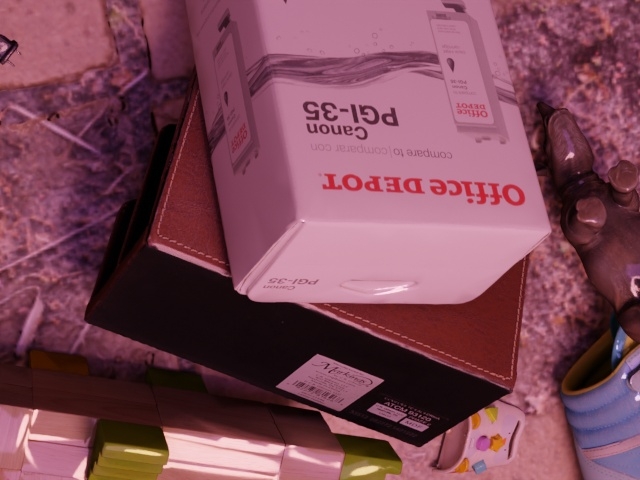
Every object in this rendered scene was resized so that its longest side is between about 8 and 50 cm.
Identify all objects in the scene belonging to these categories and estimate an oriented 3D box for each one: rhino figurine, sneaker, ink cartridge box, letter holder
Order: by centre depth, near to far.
[{"bbox_3d":[0.029,-0.106,0.987,0.207,0.117,0.283,2,63,-27],"label":"ink cartridge box"},{"bbox_3d":[0.000,0.000,1.081,0.302,0.152,0.214,23,57,-16],"label":"letter holder"},{"bbox_3d":[0.236,-0.017,1.120,0.073,0.106,0.243,-27,67,-3],"label":"rhino figurine"},{"bbox_3d":[0.356,0.132,1.161,0.319,0.127,0.208,-20,103,14],"label":"sneaker"}]

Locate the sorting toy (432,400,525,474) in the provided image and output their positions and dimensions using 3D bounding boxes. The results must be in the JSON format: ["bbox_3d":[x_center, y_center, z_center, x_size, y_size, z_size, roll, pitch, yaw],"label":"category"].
[{"bbox_3d":[0.148,0.175,1.209,0.075,0.045,0.083,7,100,-33],"label":"sorting toy"}]

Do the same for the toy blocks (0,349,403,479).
[{"bbox_3d":[-0.155,0.251,1.068,0.381,0.191,0.261,10,101,-15],"label":"toy blocks"}]

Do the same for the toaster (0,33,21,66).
[{"bbox_3d":[-0.351,-0.133,0.985,0.227,0.129,0.146,27,98,-18],"label":"toaster"}]
